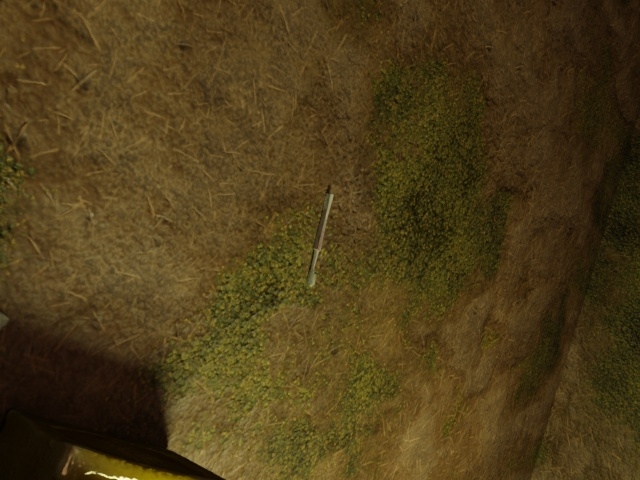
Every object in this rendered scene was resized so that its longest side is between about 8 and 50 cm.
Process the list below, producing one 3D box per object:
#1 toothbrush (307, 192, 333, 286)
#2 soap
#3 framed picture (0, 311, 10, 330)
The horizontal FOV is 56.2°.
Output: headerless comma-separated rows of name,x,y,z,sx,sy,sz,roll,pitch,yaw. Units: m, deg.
toothbrush,-0.001,0.000,1.214,0.017,0.014,0.194,8,95,-48
soap,-0.290,0.339,0.857,0.315,0.199,0.091,39,65,-44
framed picture,-0.490,0.130,0.715,0.183,0.011,0.142,-56,135,-21
